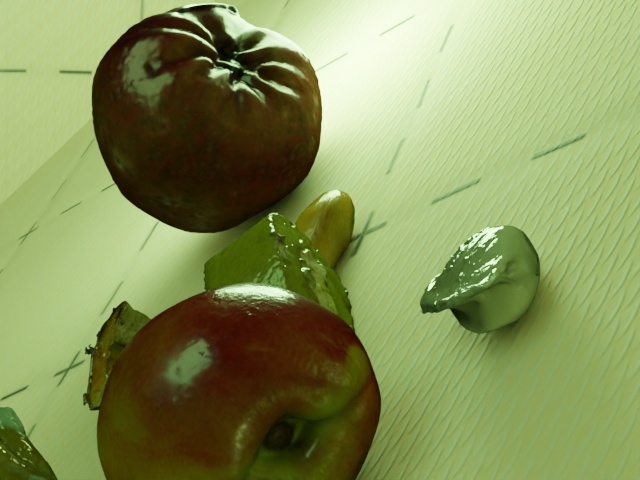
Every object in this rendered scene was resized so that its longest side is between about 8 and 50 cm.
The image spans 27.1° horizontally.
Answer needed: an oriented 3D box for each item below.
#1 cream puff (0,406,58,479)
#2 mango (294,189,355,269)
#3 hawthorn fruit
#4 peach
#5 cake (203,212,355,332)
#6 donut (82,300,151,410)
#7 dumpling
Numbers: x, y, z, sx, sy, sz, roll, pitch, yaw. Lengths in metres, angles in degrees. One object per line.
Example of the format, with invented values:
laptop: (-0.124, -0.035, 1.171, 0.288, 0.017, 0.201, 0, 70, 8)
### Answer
cream puff: (-0.488, 0.414, 1.790, 0.378, 0.276, 0.378, -156, 90, -88)
mango: (0.000, 0.000, 1.916, 0.098, 0.075, 0.190, -20, 40, 37)
hawthorn fruit: (-0.209, -0.189, 2.249, 0.403, 0.403, 0.402, -36, 23, 18)
peach: (-0.097, 0.192, 1.459, 0.308, 0.308, 0.332, -51, 16, -20)
cake: (-0.056, 0.085, 1.710, 0.156, 0.179, 0.260, -40, 21, 12)
donut: (-0.311, 0.195, 2.060, 0.146, 0.078, 0.181, -53, 29, 27)
dumpling: (0.179, 0.050, 1.486, 0.150, 0.092, 0.176, -32, 23, 19)
